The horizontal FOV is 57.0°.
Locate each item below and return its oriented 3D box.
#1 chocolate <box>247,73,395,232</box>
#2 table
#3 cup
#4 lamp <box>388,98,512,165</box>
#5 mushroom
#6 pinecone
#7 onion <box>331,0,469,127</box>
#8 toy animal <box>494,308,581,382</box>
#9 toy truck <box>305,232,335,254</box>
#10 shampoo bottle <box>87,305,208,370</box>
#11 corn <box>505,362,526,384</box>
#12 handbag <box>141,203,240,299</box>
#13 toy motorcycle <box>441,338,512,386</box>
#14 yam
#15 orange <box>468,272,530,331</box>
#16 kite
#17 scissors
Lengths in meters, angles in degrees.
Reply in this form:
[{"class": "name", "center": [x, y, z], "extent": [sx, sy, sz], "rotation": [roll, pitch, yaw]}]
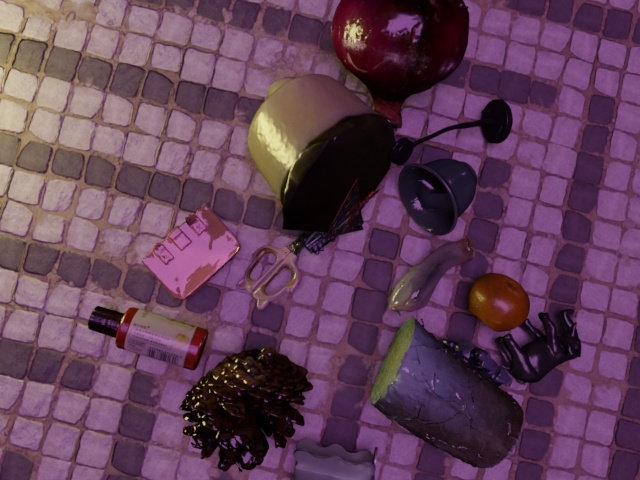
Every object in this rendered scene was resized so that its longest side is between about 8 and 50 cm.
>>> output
[{"class": "chocolate", "center": [-0.022, -0.220, 1.399], "extent": [0.297, 0.314, 0.326], "rotation": [41, 112, 29]}, {"class": "table", "center": [0.027, 0.563, 1.412], "extent": [0.198, 0.166, 0.167], "rotation": [10, 85, 4]}, {"class": "cup", "center": [0.317, -0.134, 1.486], "extent": [0.150, 0.199, 0.199], "rotation": [-32, 88, -24]}, {"class": "lamp", "center": [0.337, -0.255, 1.446], "extent": [0.371, 0.130, 0.108], "rotation": [-22, 53, -35]}, {"class": "mushroom", "center": [0.282, 0.087, 1.495], "extent": [0.278, 0.099, 0.096], "rotation": [-43, 95, -9]}, {"class": "pinecone", "center": [-0.170, 0.383, 1.343], "extent": [0.296, 0.298, 0.242], "rotation": [-44, 86, 8]}, {"class": "onion", "center": [0.189, -0.455, 1.451], "extent": [0.347, 0.348, 0.385], "rotation": [2, 120, -4]}, {"class": "toy animal", "center": [0.562, 0.265, 1.497], "extent": [0.245, 0.114, 0.146], "rotation": [-32, 79, -1]}, {"class": "toy truck", "center": [0.000, 0.000, 1.508], "extent": [0.083, 0.039, 0.044], "rotation": [-38, 75, -5]}, {"class": "shampoo bottle", "center": [-0.419, 0.226, 1.423], "extent": [0.278, 0.104, 0.104], "rotation": [17, 84, -3]}, {"class": "corn", "center": [0.509, 0.339, 1.523], "extent": [0.028, 0.027, 0.083], "rotation": [-32, 86, -23]}, {"class": "handbag", "center": [-0.320, 0.030, 1.471], "extent": [0.212, 0.059, 0.157], "rotation": [-43, 91, -8]}, {"class": "toy motorcycle", "center": [0.390, 0.302, 1.468], "extent": [0.193, 0.124, 0.061], "rotation": [37, 71, 2]}, {"class": "yam", "center": [0.287, 0.368, 1.398], "extent": [0.348, 0.241, 0.241], "rotation": [36, 84, -4]}, {"class": "orange", "center": [0.444, 0.158, 1.478], "extent": [0.154, 0.155, 0.134], "rotation": [21, 126, -2]}, {"class": "kite", "center": [0.077, -0.067, 1.430], "extent": [0.189, 0.232, 0.009], "rotation": [-42, 65, -11]}, {"class": "scissors", "center": [-0.072, 0.031, 1.481], "extent": [0.160, 0.024, 0.317], "rotation": [40, 81, 26]}]
